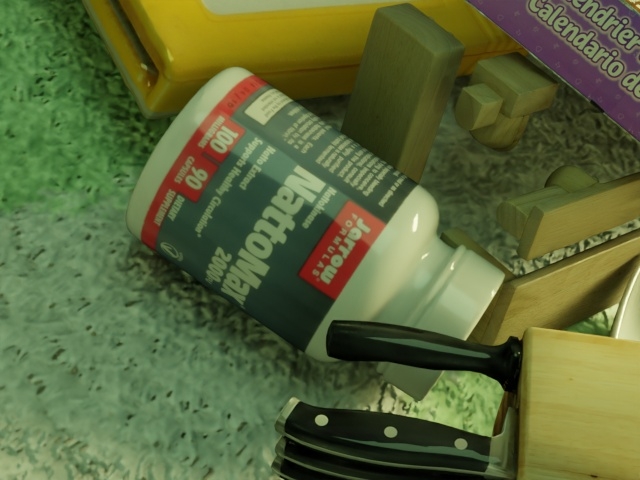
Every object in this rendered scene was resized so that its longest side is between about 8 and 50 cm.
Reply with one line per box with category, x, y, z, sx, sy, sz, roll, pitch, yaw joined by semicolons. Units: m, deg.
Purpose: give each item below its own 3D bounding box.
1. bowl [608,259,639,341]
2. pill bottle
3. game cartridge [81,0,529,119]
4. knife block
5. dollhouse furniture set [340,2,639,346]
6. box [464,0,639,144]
bowl;0.227;0.082;0.745;0.142;0.053;0.142;24;49;6
pill bottle;0.000;0.000;0.683;0.180;0.108;0.108;34;49;5
game cartridge;-0.031;-0.218;0.841;0.324;0.052;0.285;-14;66;-39
knife block;0.127;0.094;0.585;0.242;0.276;0.088;39;42;-31
dollhouse furniture set;0.107;-0.045;0.759;0.123;0.144;0.151;-18;48;-38
box;0.214;-0.109;0.806;0.201;0.057;0.293;42;21;11
